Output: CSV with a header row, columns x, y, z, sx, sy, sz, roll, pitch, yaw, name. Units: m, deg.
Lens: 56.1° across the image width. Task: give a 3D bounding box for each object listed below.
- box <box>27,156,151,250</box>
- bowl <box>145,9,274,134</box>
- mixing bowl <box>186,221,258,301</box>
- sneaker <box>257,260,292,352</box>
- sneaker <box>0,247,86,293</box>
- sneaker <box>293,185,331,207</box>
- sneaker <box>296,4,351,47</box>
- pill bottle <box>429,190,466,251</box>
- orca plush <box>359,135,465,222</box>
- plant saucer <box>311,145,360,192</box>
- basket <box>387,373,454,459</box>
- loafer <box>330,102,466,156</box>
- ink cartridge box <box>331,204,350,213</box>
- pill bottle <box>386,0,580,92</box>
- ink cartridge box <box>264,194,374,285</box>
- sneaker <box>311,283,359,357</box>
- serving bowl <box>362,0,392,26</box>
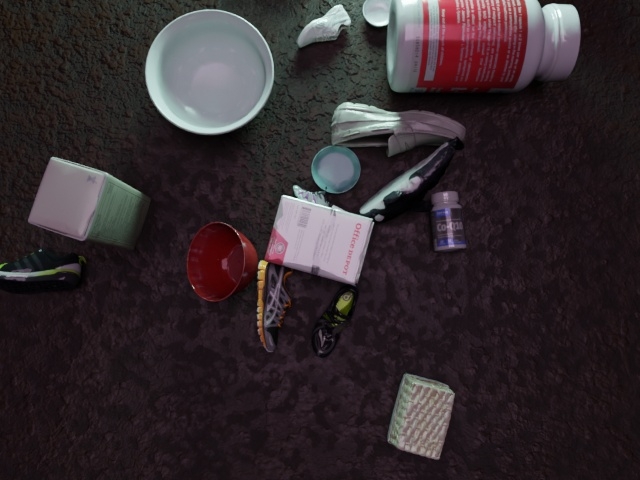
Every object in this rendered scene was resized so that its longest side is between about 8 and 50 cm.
x,y,z,sx,sy,sz,roll,pitch,yaw,name
-0.487,-0.068,1.308,0.121,0.311,0.147,18,84,2,box
-0.255,-0.380,1.434,0.298,0.134,0.297,0,84,-1,bowl
-0.212,0.053,1.389,0.182,0.098,0.181,-5,81,34,mixing bowl
-0.107,0.153,1.404,0.083,0.084,0.214,1,83,-5,sneaker
-0.673,0.067,1.422,0.235,0.084,0.097,1,60,-1,sneaker
-0.014,-0.111,1.448,0.069,0.038,0.098,-43,95,14,sneaker
0.009,-0.522,1.493,0.152,0.053,0.061,-36,88,-5,sneaker
0.302,-0.044,1.430,0.078,0.078,0.137,-5,84,-1,pill bottle
0.232,-0.120,1.412,0.287,0.151,0.102,-41,104,5,orca plush
0.038,-0.172,1.470,0.120,0.021,0.119,0,84,-1,plant saucer
0.229,0.400,1.367,0.113,0.103,0.167,15,83,0,basket
0.183,-0.251,1.438,0.320,0.112,0.111,7,78,9,loafer
0.032,-0.021,1.449,0.063,0.029,0.115,28,90,2,ink cartridge box
0.368,-0.461,1.402,0.408,0.229,0.228,0,84,0,pill bottle
0.000,0.000,1.388,0.218,0.092,0.158,16,89,4,ink cartridge box
0.032,0.184,1.402,0.067,0.078,0.188,28,85,3,sneaker
0.147,-0.574,1.512,0.084,0.027,0.083,0,83,-1,serving bowl
